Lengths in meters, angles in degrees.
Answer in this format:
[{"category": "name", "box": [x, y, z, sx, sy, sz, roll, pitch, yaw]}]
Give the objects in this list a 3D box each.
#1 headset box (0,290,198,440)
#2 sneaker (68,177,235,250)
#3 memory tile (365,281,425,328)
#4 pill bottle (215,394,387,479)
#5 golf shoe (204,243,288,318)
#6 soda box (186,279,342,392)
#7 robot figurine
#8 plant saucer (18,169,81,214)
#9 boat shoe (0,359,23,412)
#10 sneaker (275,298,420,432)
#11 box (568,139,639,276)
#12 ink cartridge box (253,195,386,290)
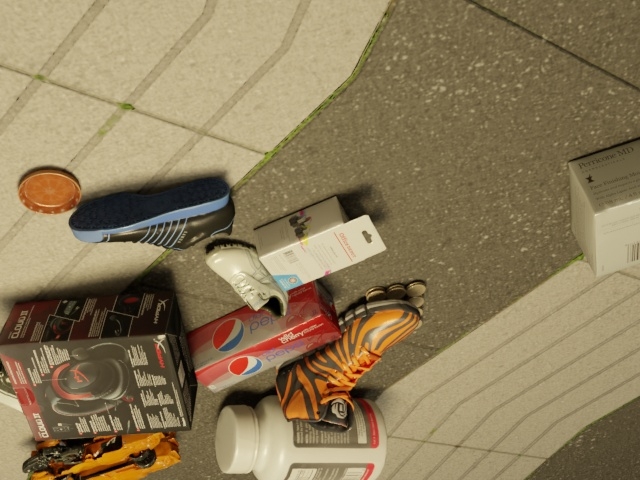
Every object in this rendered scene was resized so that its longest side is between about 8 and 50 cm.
[{"category": "headset box", "box": [-0.363, 0.205, 1.356, 0.293, 0.110, 0.218, -5, 125, 3]}, {"category": "sneaker", "box": [-0.237, -0.021, 1.213, 0.232, 0.081, 0.090, -11, 133, -7]}, {"category": "memory tile", "box": [0.136, 0.127, 1.559, 0.113, 0.012, 0.148, -9, 141, -6]}, {"category": "pill bottle", "box": [-0.041, 0.402, 1.700, 0.318, 0.176, 0.176, 7, 136, -25]}, {"category": "golf shoe", "box": [-0.111, 0.067, 1.354, 0.069, 0.086, 0.176, -36, 135, 26]}, {"category": "soda box", "box": [-0.101, 0.165, 1.466, 0.263, 0.092, 0.083, -26, 137, 14]}, {"category": "robot figurine", "box": [-0.439, 0.431, 1.684, 0.291, 0.085, 0.211, -15, 140, 0]}, {"category": "plant saucer", "box": [-0.374, -0.068, 1.169, 0.083, 0.013, 0.083, -8, 140, -7]}, {"category": "boat shoe", "box": [-0.537, 0.233, 1.438, 0.070, 0.078, 0.219, -54, 132, -7]}, {"category": "sneaker", "box": [0.057, 0.243, 1.524, 0.321, 0.180, 0.124, -35, 134, 28]}, {"category": "box", "box": [0.510, -0.058, 1.370, 0.181, 0.119, 0.182, -18, 140, 5]}, {"category": "ink cartridge box", "box": [0.000, 0.000, 1.326, 0.181, 0.061, 0.104, -22, 141, 9]}]
